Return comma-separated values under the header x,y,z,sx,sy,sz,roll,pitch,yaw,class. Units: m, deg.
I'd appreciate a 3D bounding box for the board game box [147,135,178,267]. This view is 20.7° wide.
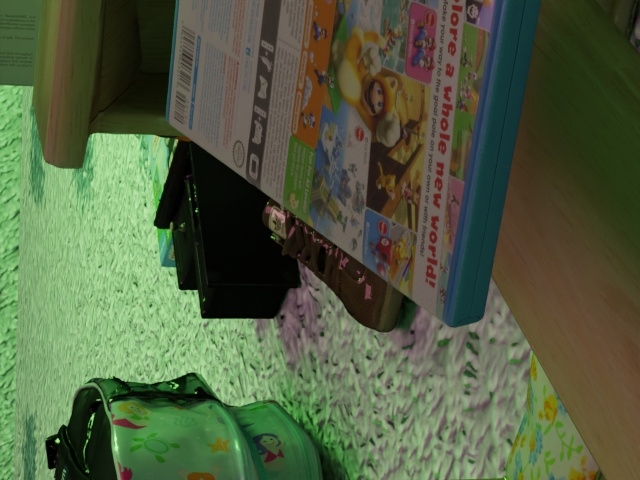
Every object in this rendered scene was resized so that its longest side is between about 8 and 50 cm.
x,y,z,sx,sy,sz,roll,pitch,yaw,class
-0.127,-0.105,1.622,0.160,0.039,0.211,114,153,-54,board game box

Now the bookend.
x,y,z,sx,sy,sz,roll,pitch,yaw,class
-0.078,0.007,1.389,0.157,0.072,0.156,115,151,-55,bookend

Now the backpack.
x,y,z,sx,sy,sz,roll,pitch,yaw,class
-0.094,0.213,1.218,0.253,0.191,0.225,-151,60,-80,backpack

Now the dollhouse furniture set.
x,y,z,sx,sy,sz,roll,pitch,yaw,class
0.048,-0.033,0.639,0.394,0.256,0.362,-113,29,-55,dollhouse furniture set

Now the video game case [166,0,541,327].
x,y,z,sx,sy,sz,roll,pitch,yaw,class
0.003,-0.062,0.553,0.166,0.015,0.119,36,127,45,video game case

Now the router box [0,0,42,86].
x,y,z,sx,sy,sz,roll,pitch,yaw,class
-0.229,-0.225,1.451,0.301,0.335,0.082,-115,30,-56,router box

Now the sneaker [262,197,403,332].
x,y,z,sx,sy,sz,roll,pitch,yaw,class
0.000,0.000,1.124,0.188,0.071,0.066,-116,31,-58,sneaker

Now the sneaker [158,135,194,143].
x,y,z,sx,sy,sz,roll,pitch,yaw,class
-0.020,-0.198,1.125,0.321,0.180,0.124,-49,52,14,sneaker
